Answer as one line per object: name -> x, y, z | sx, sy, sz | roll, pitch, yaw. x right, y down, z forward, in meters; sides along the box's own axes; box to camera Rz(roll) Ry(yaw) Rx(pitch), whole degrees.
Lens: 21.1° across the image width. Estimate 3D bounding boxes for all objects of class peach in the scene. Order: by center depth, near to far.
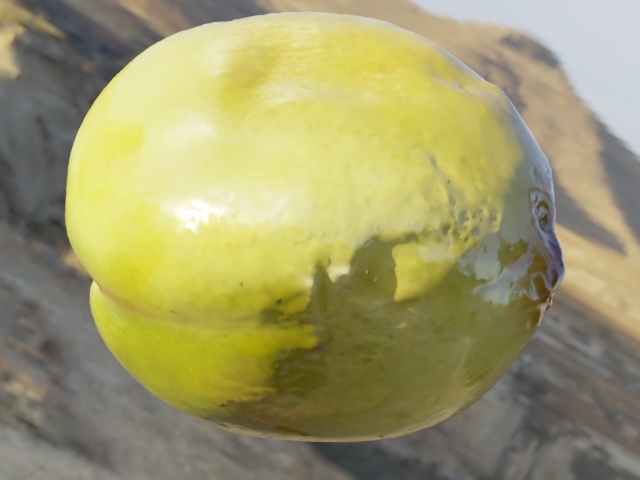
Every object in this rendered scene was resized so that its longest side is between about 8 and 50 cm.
peach -> -0.006, -0.003, 1.144 | 0.316, 0.281, 0.314 | -4, 29, 2
